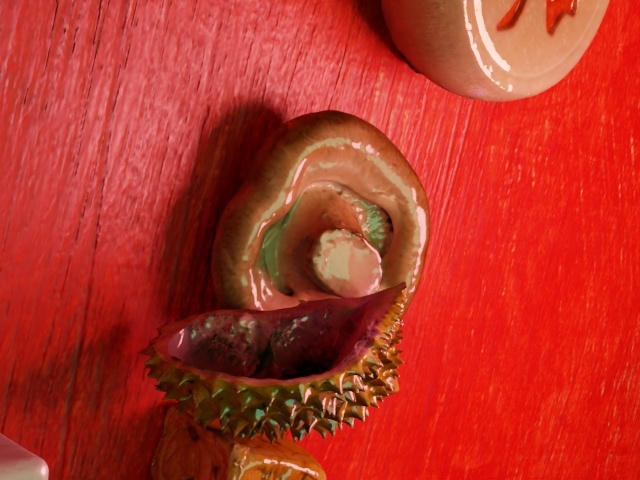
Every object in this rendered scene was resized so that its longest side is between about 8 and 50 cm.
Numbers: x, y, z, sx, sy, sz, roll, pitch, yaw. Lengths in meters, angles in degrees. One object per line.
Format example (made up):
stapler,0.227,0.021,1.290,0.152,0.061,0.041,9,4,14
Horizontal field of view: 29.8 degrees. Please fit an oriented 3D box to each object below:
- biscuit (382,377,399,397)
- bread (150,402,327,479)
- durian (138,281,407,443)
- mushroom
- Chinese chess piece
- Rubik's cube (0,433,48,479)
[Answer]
biscuit,-0.001,0.173,1.398,0.236,0.144,0.040,13,68,-46
bread,-0.098,0.273,1.315,0.143,0.158,0.149,13,100,-47
durian,-0.045,0.139,1.208,0.186,0.260,0.153,-23,108,-78
mushroom,0.000,0.000,1.323,0.278,0.146,0.278,-6,105,-24
Chinese chess piece,0.212,-0.332,1.404,0.338,0.140,0.338,-18,117,-40
Rubik's cube,-0.421,0.273,0.852,0.322,0.319,0.316,-4,106,-47
